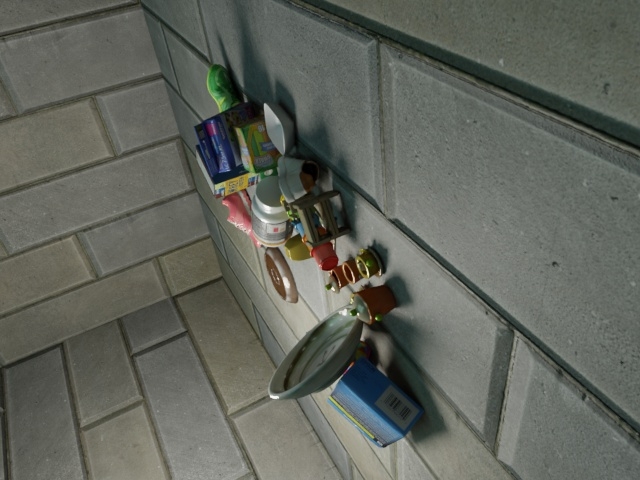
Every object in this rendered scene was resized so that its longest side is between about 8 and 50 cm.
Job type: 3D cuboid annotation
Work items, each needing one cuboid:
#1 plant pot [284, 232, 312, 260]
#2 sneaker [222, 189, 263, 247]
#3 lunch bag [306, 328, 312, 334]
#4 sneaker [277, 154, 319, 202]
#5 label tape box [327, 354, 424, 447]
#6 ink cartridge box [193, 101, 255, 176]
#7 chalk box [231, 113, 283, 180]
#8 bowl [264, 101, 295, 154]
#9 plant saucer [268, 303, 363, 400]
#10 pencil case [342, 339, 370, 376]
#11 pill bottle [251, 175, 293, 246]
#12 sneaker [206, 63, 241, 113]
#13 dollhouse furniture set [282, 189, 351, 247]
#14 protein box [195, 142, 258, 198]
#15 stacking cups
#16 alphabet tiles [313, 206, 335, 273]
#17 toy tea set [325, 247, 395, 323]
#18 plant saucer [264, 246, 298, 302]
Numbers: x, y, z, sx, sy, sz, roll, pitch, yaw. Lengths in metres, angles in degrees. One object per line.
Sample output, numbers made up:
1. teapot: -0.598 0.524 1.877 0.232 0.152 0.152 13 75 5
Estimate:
1. plant pot: -0.087 0.032 2.029 0.081 0.083 0.081 38 146 55
2. sneaker: -0.371 -0.092 2.609 0.313 0.136 0.116 63 163 11
3. lunch bag: 0.016 0.385 2.085 0.096 0.129 0.151 39 148 55
4. sneaker: -0.060 -0.205 1.680 0.290 0.123 0.105 -102 -14 -62
5. label tape box: 0.163 0.531 1.753 0.249 0.115 0.347 40 157 13
6. ink cartridge box: -0.314 -0.362 1.920 0.065 0.311 0.185 -4 114 28
7. chalk box: -0.200 -0.309 1.868 0.132 0.132 0.212 31 141 62
8. bowl: -0.125 -0.358 1.719 0.142 0.053 0.142 54 157 34
9. plant saucer: 0.009 0.375 1.737 0.100 0.400 0.400 46 164 -8
10. pencil case: 0.121 0.442 1.907 0.104 0.105 0.236 55 157 35
11. pill bottle: -0.170 -0.104 1.975 0.162 0.162 0.278 60 161 21
12. sneaker: -0.346 -0.536 2.102 0.124 0.109 0.295 4 116 45
13. dollhouse furniture set: -0.014 -0.074 1.625 0.184 0.129 0.129 25 135 69
14. protein box: -0.393 -0.318 2.295 0.201 0.200 0.136 62 162 14
15. stacking cups: -0.025 -0.036 1.715 0.096 0.096 0.316 90 155 -51
16. alphabet tiles: 0.000 0.000 1.864 0.198 0.009 0.237 53 157 36
17. toy tea set: 0.091 0.145 1.588 0.199 0.124 0.336 66 162 2
18. plant saucer: -0.193 0.161 2.552 0.310 0.050 0.310 54 157 36
